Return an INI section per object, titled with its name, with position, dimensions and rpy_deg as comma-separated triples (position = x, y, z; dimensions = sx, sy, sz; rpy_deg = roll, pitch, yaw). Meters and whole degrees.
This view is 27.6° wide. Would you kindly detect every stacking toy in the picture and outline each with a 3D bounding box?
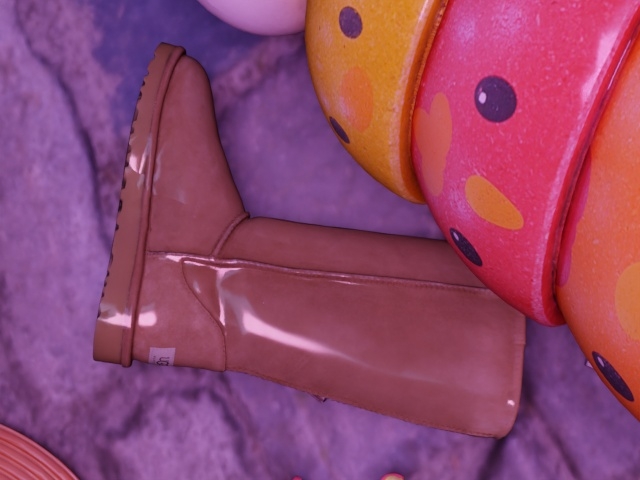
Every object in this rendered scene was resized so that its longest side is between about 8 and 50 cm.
[stacking toy]
position = 0.112, -0.100, 0.707
dimensions = 0.479, 0.350, 0.351
rpy_deg = 25, 89, 25

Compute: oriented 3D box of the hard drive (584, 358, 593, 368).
[hard drive]
position = 0.326, -0.022, 0.857
dimensions = 0.203, 0.040, 0.308
rpy_deg = 22, 89, 8

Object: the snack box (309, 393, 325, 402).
[snack box]
position = -0.050, 0.035, 0.909
dimensions = 0.178, 0.022, 0.064
rpy_deg = 36, 88, 8

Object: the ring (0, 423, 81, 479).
[ring]
position = -0.283, 0.285, 0.917
dimensions = 0.336, 0.032, 0.337
rpy_deg = 0, 86, 6

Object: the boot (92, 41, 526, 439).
[boot]
position = 0.000, 0.000, 0.866
dimensions = 0.269, 0.089, 0.236
rpy_deg = 9, 72, -6

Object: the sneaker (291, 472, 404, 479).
[sneaker]
position = -0.024, 0.209, 0.871
dimensions = 0.208, 0.081, 0.094
rpy_deg = -13, 77, 0
